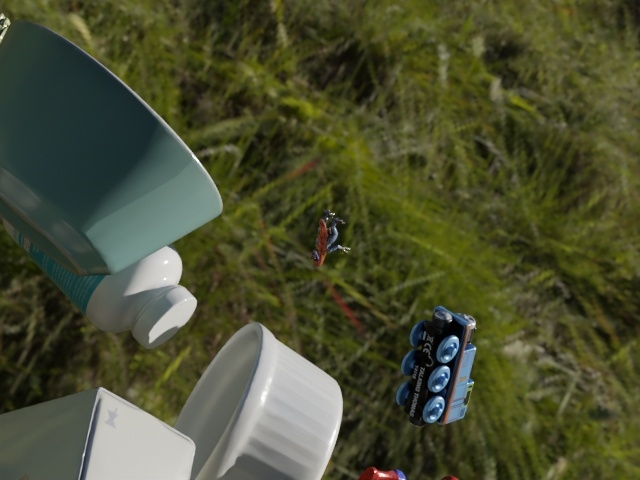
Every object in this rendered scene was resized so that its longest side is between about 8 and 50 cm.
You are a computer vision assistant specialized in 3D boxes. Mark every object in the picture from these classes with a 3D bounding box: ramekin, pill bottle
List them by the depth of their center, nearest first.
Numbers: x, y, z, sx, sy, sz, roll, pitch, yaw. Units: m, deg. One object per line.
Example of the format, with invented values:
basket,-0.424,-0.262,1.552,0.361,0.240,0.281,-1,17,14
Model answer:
ramekin,-0.091,0.252,1.381,0.135,0.277,0.277,31,-7,-13
pill bottle,-0.284,0.020,1.478,0.264,0.146,0.146,44,-2,16

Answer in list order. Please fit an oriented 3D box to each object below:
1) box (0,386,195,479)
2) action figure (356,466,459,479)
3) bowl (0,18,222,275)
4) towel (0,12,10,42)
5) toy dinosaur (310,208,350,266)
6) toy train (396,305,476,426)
box,-0.294,0.257,1.138,0.311,0.121,0.148,-19,-42,32
action figure,0.150,0.433,1.773,0.280,0.139,0.091,16,20,-47
bowl,-0.277,-0.076,1.248,0.311,0.163,0.311,36,-15,11
towel,-0.394,-0.195,1.396,0.027,0.148,0.110,-2,-34,19
toy dinosaur,0.000,0.000,1.526,0.047,0.082,0.090,35,21,30
toy train,0.173,0.182,1.620,0.105,0.184,0.080,-10,29,-43
